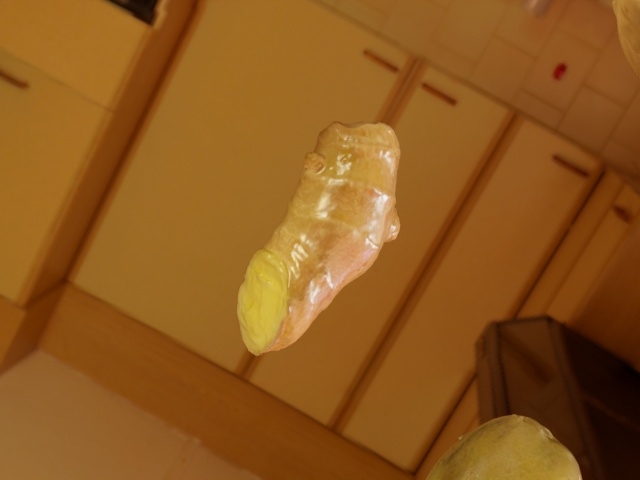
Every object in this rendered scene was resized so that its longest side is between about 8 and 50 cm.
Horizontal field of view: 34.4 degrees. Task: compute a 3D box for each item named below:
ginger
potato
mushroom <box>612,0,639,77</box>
[{"bbox_3d":[0.000,0.000,1.385,0.190,0.354,0.126,37,178,-39],"label":"ginger"},{"bbox_3d":[0.159,0.279,0.969,0.178,0.235,0.160,21,178,41],"label":"potato"},{"bbox_3d":[0.406,-0.168,0.907,0.314,0.336,0.314,10,154,5],"label":"mushroom"}]
